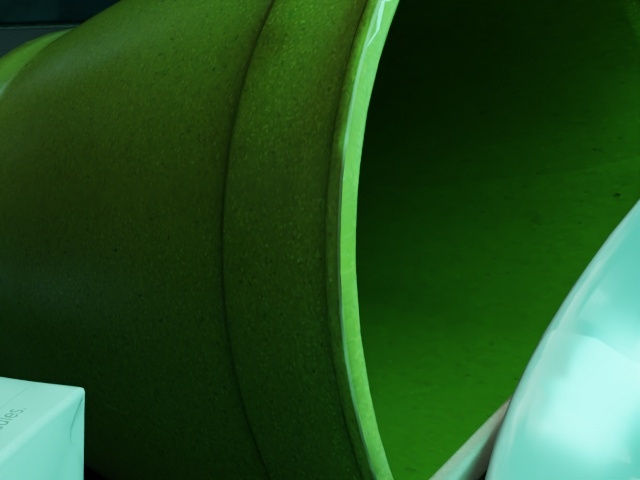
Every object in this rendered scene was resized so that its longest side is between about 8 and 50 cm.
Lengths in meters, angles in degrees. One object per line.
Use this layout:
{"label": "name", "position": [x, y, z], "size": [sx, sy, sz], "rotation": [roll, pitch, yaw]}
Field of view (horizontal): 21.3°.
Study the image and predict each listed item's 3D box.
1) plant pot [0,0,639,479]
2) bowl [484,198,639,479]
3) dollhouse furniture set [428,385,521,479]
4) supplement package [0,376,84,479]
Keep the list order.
{"label": "plant pot", "position": [0.000, 0.000, 0.831], "size": [0.353, 0.366, 0.366], "rotation": [1, 10, 42]}
{"label": "bowl", "position": [0.209, 0.048, 0.458], "size": [0.163, 0.311, 0.311], "rotation": [45, 5, -16]}
{"label": "dollhouse furniture set", "position": [0.167, 0.173, 0.627], "size": [0.303, 0.174, 0.355], "rotation": [46, 62, 8]}
{"label": "supplement package", "position": [-0.169, 0.160, 0.396], "size": [0.145, 0.204, 0.262], "rotation": [5, 16, 13]}
